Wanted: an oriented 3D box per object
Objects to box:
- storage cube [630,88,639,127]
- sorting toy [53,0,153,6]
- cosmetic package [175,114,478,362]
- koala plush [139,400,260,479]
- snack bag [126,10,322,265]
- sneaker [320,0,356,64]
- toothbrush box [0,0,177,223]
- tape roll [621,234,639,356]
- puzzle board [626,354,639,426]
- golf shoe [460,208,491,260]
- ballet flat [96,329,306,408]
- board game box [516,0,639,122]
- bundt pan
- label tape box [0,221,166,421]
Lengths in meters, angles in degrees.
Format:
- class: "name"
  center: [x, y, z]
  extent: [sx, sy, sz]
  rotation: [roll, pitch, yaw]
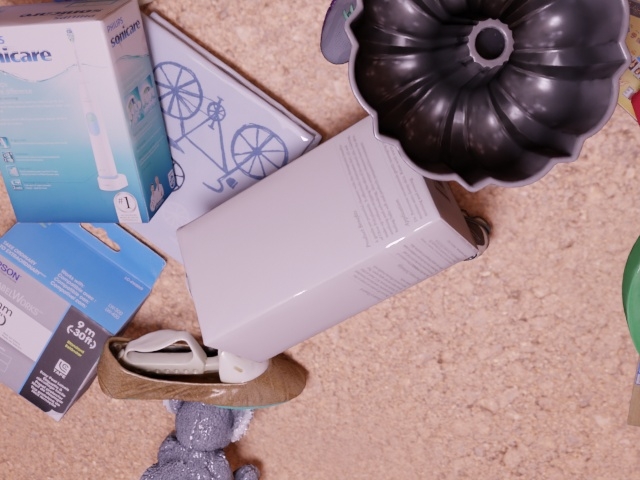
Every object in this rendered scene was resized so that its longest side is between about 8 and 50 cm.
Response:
- class: "storage cube"
  center: [0.494, -0.125, 0.882]
  extent: [0.183, 0.193, 0.215]
  rotation: [-14, 81, -4]
- class: "sorting toy"
  center: [-0.233, -0.402, 1.045]
  extent: [0.347, 0.047, 0.196]
  rotation: [-17, 136, 10]
- class: "cosmetic package"
  center: [0.000, 0.000, 1.090]
  extent: [0.365, 0.155, 0.197]
  rotation: [-28, 61, 20]
- class: "koala plush"
  center: [-0.200, 0.344, 1.343]
  extent: [0.196, 0.203, 0.221]
  rotation: [20, 98, 18]
- class: "snack bag"
  center: [-0.210, -0.123, 1.224]
  extent: [0.323, 0.037, 0.343]
  rotation: [35, 119, 0]
- class: "sneaker"
  center: [0.066, -0.320, 1.030]
  extent: [0.083, 0.098, 0.224]
  rotation: [39, 116, -3]
- class: "toothbrush box"
  center: [-0.350, -0.179, 1.125]
  extent: [0.216, 0.126, 0.296]
  rotation: [-1, 121, 13]
- class: "tape roll"
  center: [0.578, 0.078, 1.064]
  extent: [0.321, 0.077, 0.321]
  rotation: [5, 111, 12]
- class: "puzzle board"
  center: [0.519, 0.228, 1.186]
  extent: [0.096, 0.011, 0.128]
  rotation: [6, 113, 14]
- class: "golf shoe"
  center: [0.144, -0.016, 1.141]
  extent: [0.198, 0.094, 0.077]
  rotation: [8, 115, 13]
- class: "ballet flat"
  center: [-0.193, 0.197, 1.276]
  extent: [0.342, 0.116, 0.124]
  rotation: [3, 128, 2]
- class: "board game box"
  center: [0.372, -0.291, 0.990]
  extent: [0.243, 0.042, 0.165]
  rotation: [42, 116, -5]
- class: "bundt pan"
  center: [0.183, -0.225, 0.933]
  extent: [0.330, 0.124, 0.331]
  rotation: [-1, 97, -5]
- class: "label tape box"
  center: [-0.453, 0.105, 1.344]
  extent: [0.249, 0.115, 0.348]
  rotation: [36, 118, -2]
